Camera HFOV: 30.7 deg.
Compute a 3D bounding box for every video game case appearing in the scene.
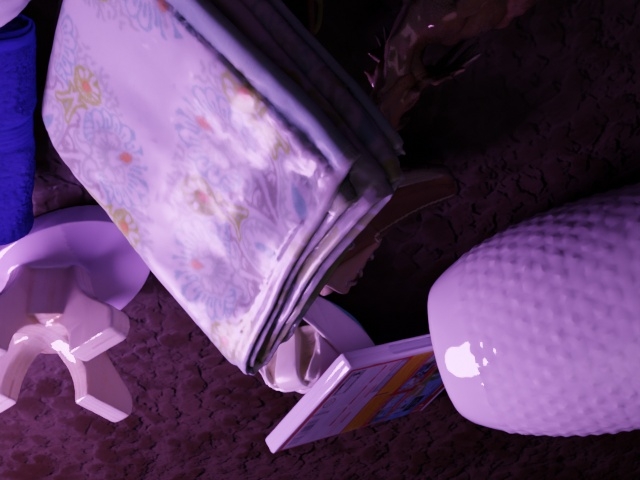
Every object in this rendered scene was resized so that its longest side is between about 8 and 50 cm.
[{"bbox_3d":[0.085,0.189,1.524,0.285,0.025,0.204,-7,146,-42],"label":"video game case"}]

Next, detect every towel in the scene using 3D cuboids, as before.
[{"bbox_3d":[-0.113,-0.094,1.037,0.090,0.374,0.320,-28,160,-39],"label":"towel"},{"bbox_3d":[-0.398,-0.100,1.154,0.228,0.076,0.308,-11,144,-22],"label":"towel"}]

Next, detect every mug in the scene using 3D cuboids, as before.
[{"bbox_3d":[0.323,0.098,1.401,0.328,0.276,0.374,-16,168,18],"label":"mug"}]

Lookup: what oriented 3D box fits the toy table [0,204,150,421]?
[{"bbox_3d":[-0.316,0.094,1.360,0.252,0.161,0.274,26,130,-31],"label":"toy table"}]

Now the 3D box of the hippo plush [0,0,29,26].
[{"bbox_3d":[-0.326,-0.268,0.900,0.294,0.236,0.234,-17,137,11],"label":"hippo plush"}]

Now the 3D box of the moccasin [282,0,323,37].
[{"bbox_3d":[-0.058,-0.169,1.112,0.139,0.147,0.380,4,137,-12],"label":"moccasin"}]

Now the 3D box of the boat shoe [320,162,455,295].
[{"bbox_3d":[0.000,0.000,1.272,0.324,0.123,0.116,-20,101,-11],"label":"boat shoe"}]

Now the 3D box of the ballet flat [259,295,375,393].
[{"bbox_3d":[-0.057,0.109,1.429,0.139,0.139,0.400,-24,135,18],"label":"ballet flat"}]

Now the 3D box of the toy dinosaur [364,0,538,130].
[{"bbox_3d":[0.147,-0.231,1.100,0.296,0.127,0.200,-24,144,0],"label":"toy dinosaur"}]
